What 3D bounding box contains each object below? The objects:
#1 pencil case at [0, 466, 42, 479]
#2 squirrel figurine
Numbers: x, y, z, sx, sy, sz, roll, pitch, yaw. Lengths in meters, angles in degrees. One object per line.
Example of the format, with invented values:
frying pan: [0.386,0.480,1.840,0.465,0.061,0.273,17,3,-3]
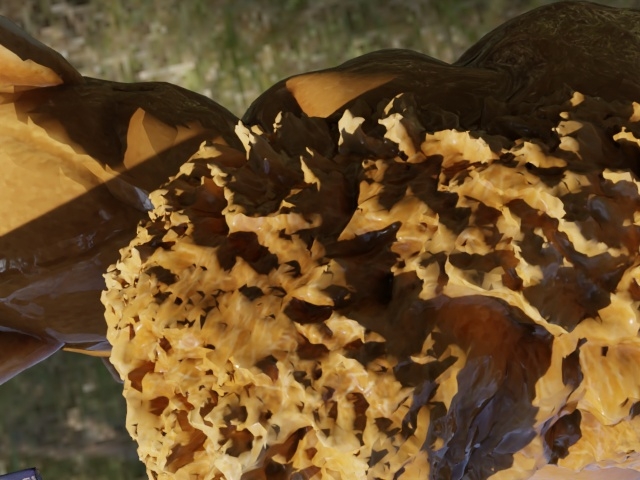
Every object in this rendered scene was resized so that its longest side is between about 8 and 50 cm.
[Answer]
pencil case: [-0.200,0.390,1.330,0.183,0.410,0.160,5,-148,28]
squirrel figurine: [0.000,0.000,0.758,0.370,0.281,0.397,10,-174,-7]
